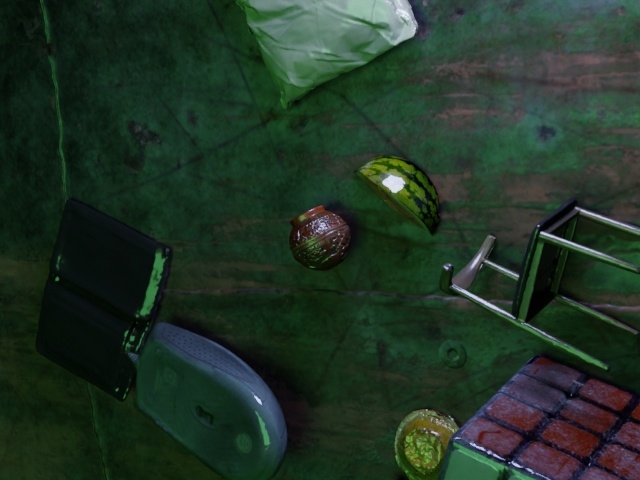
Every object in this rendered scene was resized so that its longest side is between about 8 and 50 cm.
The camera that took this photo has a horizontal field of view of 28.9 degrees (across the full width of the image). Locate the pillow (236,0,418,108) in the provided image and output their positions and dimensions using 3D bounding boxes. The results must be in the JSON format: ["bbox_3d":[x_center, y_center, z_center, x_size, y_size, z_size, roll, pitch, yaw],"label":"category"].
[{"bbox_3d":[-0.017,-0.375,1.867,0.274,0.076,0.281,-24,91,36],"label":"pillow"}]

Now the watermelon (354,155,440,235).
[{"bbox_3d":[0.127,-0.085,1.887,0.163,0.087,0.069,40,84,13],"label":"watermelon"}]

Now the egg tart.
[{"bbox_3d":[0.168,0.332,1.965,0.129,0.049,0.129,-2,87,29],"label":"egg tart"}]

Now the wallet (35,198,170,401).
[{"bbox_3d":[-0.404,0.113,2.270,0.247,0.041,0.323,25,113,22],"label":"wallet"}]

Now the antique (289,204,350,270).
[{"bbox_3d":[0.000,0.000,1.953,0.104,0.104,0.104,10,109,29],"label":"antique"}]

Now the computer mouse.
[{"bbox_3d":[-0.185,0.276,2.138,0.371,0.122,0.188,29,115,29],"label":"computer mouse"}]

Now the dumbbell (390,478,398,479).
[{"bbox_3d":[0.163,0.413,2.005,0.118,0.052,0.046,-2,72,31],"label":"dumbbell"}]

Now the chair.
[{"bbox_3d":[0.316,0.037,1.724,0.272,0.188,0.166,21,114,22],"label":"chair"}]

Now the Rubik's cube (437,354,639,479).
[{"bbox_3d":[0.348,0.411,1.715,0.344,0.344,0.337,24,114,25],"label":"Rubik's cube"}]
